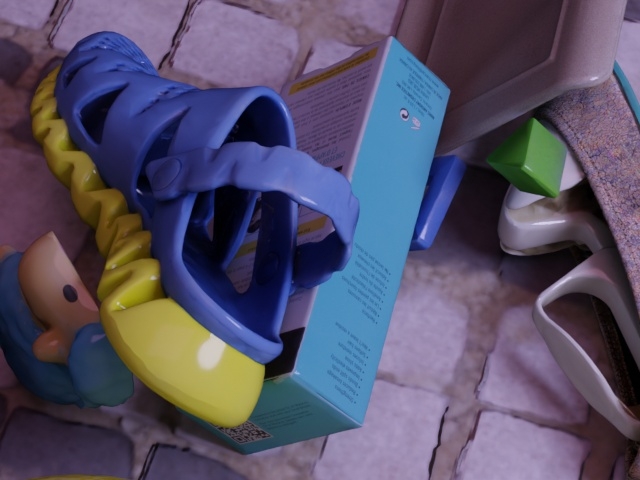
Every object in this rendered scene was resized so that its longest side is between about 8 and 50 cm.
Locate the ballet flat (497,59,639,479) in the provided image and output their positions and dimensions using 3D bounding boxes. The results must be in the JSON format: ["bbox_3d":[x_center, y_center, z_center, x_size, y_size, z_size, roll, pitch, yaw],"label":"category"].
[{"bbox_3d":[0.169,0.006,0.985,0.106,0.107,0.316,-15,59,-7],"label":"ballet flat"}]

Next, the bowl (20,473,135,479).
[{"bbox_3d":[-0.122,0.226,0.777,0.290,0.156,0.289,3,58,-5],"label":"bowl"}]

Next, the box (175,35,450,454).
[{"bbox_3d":[0.000,0.000,0.962,0.060,0.100,0.244,38,52,-30],"label":"box"}]

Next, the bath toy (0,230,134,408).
[{"bbox_3d":[-0.274,0.112,0.835,0.348,0.151,0.129,-25,51,-18],"label":"bath toy"}]

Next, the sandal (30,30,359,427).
[{"bbox_3d":[-0.067,-0.035,0.917,0.138,0.126,0.317,-44,41,10],"label":"sandal"}]

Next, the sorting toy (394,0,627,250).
[{"bbox_3d":[0.124,-0.130,1.045,0.047,0.196,0.347,37,52,-28],"label":"sorting toy"}]
